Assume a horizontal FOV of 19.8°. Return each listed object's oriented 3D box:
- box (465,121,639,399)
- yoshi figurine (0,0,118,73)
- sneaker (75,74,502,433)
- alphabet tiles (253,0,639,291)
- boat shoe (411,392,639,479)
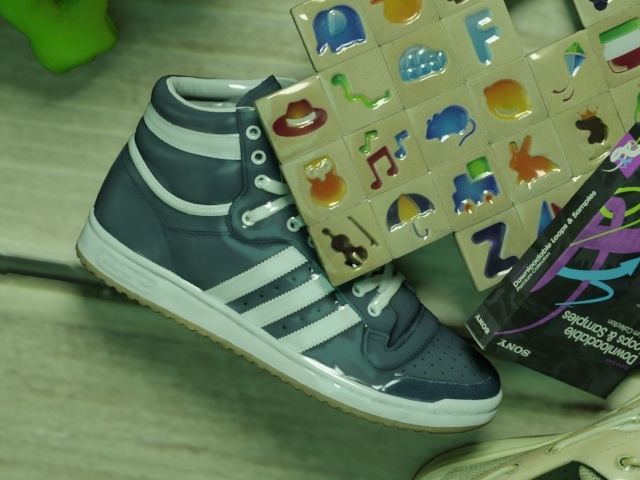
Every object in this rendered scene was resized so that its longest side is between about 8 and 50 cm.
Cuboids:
[{"bbox_3d":[0.178,0.017,1.089,0.116,0.029,0.162,23,116,-36],"label":"box"},{"bbox_3d":[-0.169,-0.212,1.070,0.362,0.203,0.203,-9,65,28],"label":"yoshi figurine"},{"bbox_3d":[0.000,0.000,1.113,0.282,0.099,0.153,25,111,5],"label":"sneaker"},{"bbox_3d":[0.091,-0.074,1.070,0.237,0.009,0.198,-24,102,-8],"label":"alphabet tiles"},{"bbox_3d":[0.191,0.154,1.123,0.302,0.098,0.109,-16,103,15],"label":"boat shoe"}]
